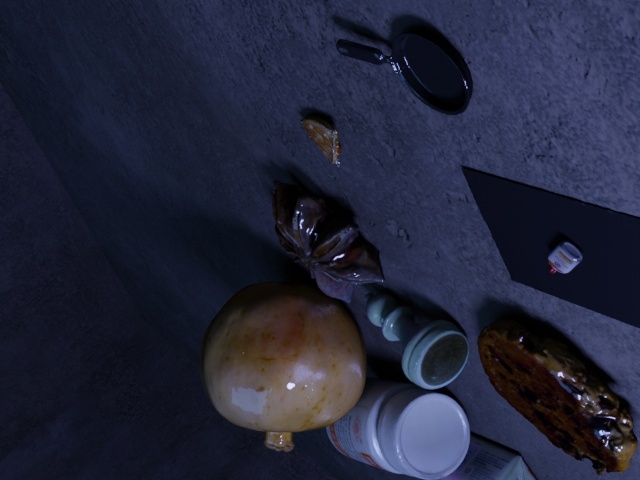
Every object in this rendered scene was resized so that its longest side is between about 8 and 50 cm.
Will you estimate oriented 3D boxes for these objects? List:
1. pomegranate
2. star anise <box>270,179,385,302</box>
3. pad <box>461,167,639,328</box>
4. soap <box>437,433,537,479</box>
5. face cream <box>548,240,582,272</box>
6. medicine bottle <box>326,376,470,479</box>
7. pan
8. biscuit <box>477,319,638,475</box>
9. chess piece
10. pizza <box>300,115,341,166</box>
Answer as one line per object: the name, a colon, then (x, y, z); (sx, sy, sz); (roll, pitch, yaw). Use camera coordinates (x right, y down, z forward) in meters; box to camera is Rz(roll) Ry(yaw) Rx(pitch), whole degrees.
pomegranate: (-0.084, 0.293, 2.322); (0.411, 0.411, 0.411); (39, 159, 17)
star anise: (0.014, 0.013, 1.988); (0.315, 0.108, 0.315); (35, 157, 18)
pad: (0.376, 0.024, 1.432); (0.367, 0.007, 0.248); (22, 150, 47)
soap: (0.390, 0.563, 2.273); (0.199, 0.138, 0.182); (13, 143, 57)
face cream: (0.351, 0.028, 1.448); (0.040, 0.021, 0.083); (42, 161, 10)
medicine bottle: (0.174, 0.437, 2.347); (0.211, 0.211, 0.371); (50, 160, -14)
pan: (0.116, -0.247, 1.377); (0.235, 0.028, 0.136); (26, 153, 35)
biscuit: (0.411, 0.262, 1.728); (0.334, 0.081, 0.289); (44, 161, 15)
chess piece: (0.169, 0.175, 2.008); (0.271, 0.139, 0.139); (41, 164, 50)
pizza: (0.003, -0.188, 1.730); (0.099, 0.029, 0.100); (44, 160, 27)
